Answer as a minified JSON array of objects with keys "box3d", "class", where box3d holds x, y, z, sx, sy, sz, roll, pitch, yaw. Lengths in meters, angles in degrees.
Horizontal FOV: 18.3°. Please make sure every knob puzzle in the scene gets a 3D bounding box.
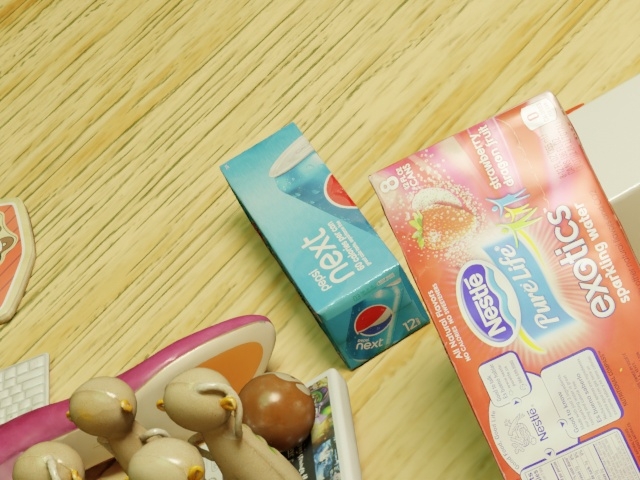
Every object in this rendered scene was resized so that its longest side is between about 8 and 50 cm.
[{"box3d":[-0.321,0.028,1.673,0.213,0.030,0.213,-16,41,15],"class":"knob puzzle"}]

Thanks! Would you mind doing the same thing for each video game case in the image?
[{"box3d":[-0.049,0.183,1.311,0.173,0.022,0.190,-32,27,13],"class":"video game case"}]

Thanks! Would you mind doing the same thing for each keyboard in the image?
[{"box3d":[-0.326,0.156,1.553,0.256,0.014,0.072,-22,40,8],"class":"keyboard"}]

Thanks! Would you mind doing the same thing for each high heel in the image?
[{"box3d":[-0.148,0.116,1.450,0.244,0.082,0.117,-41,40,-2],"class":"high heel"}]

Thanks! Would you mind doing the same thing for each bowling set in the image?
[{"box3d":[-0.103,0.133,1.257,0.287,0.154,0.200,-12,37,41],"class":"bowling set"}]

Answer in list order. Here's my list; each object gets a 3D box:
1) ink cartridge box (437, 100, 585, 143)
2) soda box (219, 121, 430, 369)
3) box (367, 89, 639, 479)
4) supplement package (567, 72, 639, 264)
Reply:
[{"box3d":[0.151,-0.072,1.502,0.115,0.029,0.063,-25,40,5],"class":"ink cartridge box"},{"box3d":[0.000,0.000,1.486,0.071,0.067,0.210,-32,41,-3],"class":"soda box"},{"box3d":[0.143,0.056,1.217,0.128,0.122,0.257,-25,72,4],"class":"box"},{"box3d":[0.248,-0.051,1.366,0.179,0.105,0.105,-29,40,-1],"class":"supplement package"}]
